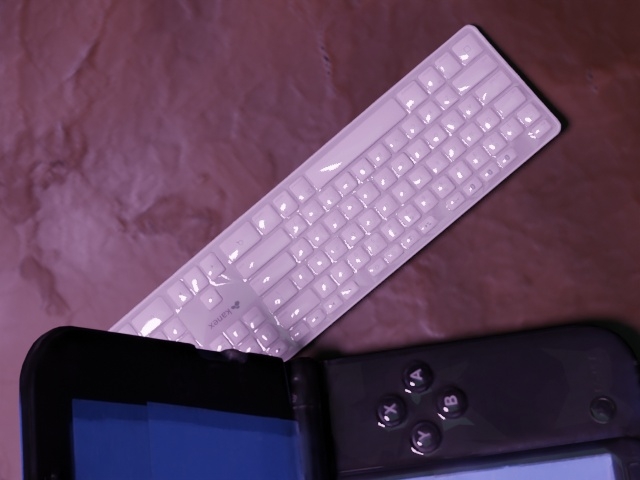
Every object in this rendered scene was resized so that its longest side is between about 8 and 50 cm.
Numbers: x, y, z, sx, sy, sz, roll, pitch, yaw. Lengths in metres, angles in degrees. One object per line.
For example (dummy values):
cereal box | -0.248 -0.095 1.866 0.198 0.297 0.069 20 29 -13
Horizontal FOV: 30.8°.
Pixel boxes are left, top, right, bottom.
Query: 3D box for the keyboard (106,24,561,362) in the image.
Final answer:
keyboard | 0.000 0.000 0.586 0.256 0.014 0.072 -40 86 5

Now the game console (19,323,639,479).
game console | 0.033 0.174 0.467 0.250 0.173 0.293 -9 72 6
